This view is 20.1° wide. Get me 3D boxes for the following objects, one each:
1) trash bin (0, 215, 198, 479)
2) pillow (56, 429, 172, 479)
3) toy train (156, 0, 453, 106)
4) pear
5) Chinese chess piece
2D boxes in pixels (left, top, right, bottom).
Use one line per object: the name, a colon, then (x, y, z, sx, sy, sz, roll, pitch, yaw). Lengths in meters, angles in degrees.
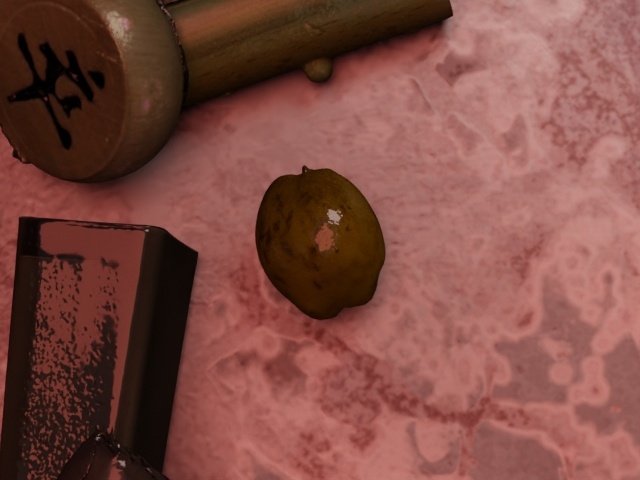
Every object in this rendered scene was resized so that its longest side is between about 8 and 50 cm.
trash bin: (-0.186, 0.111, 1.500, 0.122, 0.164, 0.240, 5, 84, 9)
pillow: (-0.116, 0.322, 1.405, 0.326, 0.101, 0.228, 39, 82, -30)
toy train: (-0.025, -0.235, 1.572, 0.307, 0.126, 0.189, -19, 111, 4)
pear: (0.000, 0.000, 1.520, 0.107, 0.107, 0.131, -15, 87, 5)
Chinese chess piece: (-0.203, -0.142, 1.537, 0.188, 0.083, 0.188, 15, 114, 36)
